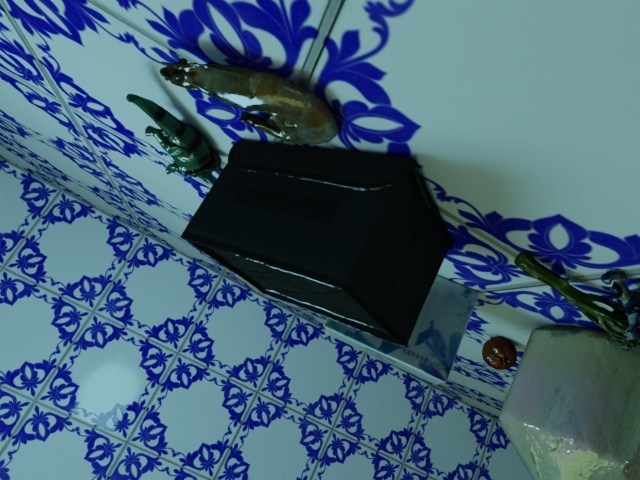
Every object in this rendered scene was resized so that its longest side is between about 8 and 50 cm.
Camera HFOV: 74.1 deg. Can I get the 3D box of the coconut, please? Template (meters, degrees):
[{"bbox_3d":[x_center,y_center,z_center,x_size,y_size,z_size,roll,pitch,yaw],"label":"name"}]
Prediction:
[{"bbox_3d":[0.502,0.346,0.801,0.298,0.309,0.297,24,163,8],"label":"coconut"}]

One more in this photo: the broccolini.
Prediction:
[{"bbox_3d":[0.396,0.081,0.638,0.216,0.067,0.058,37,159,-2],"label":"broccolini"}]

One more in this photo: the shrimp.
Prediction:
[{"bbox_3d":[-0.096,-0.184,0.577,0.251,0.052,0.143,24,166,6],"label":"shrimp"}]

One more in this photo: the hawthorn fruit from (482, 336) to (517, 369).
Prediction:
[{"bbox_3d":[0.463,0.290,1.104,0.093,0.093,0.093,24,163,8],"label":"hawthorn fruit"}]

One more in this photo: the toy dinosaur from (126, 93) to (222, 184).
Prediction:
[{"bbox_3d":[-0.276,-0.188,0.793,0.120,0.079,0.292,11,160,27],"label":"toy dinosaur"}]

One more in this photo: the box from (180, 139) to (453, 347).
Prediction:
[{"bbox_3d":[0.000,-0.001,0.705,0.345,0.204,0.251,14,159,36],"label":"box"}]

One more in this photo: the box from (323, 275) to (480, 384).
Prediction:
[{"bbox_3d":[0.172,0.162,0.931,0.274,0.203,0.116,23,163,14],"label":"box"}]

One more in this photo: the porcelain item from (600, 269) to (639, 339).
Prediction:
[{"bbox_3d":[0.435,0.102,0.583,0.136,0.075,0.021,30,164,-12],"label":"porcelain item"}]
